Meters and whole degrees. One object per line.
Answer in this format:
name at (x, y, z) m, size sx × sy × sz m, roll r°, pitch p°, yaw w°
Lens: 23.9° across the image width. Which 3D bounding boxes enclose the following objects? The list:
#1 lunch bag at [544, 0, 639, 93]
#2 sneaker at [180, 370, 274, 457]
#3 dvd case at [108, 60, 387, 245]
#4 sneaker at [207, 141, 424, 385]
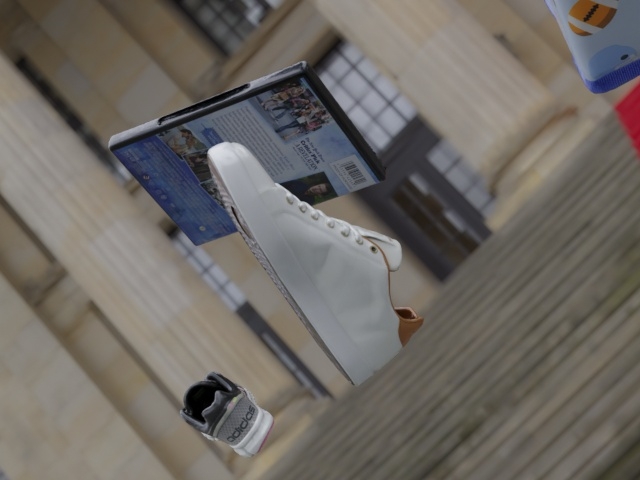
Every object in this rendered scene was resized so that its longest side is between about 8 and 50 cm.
lunch bag at (0.335, -0.364, 1.262) m, size 0.385 × 0.239 × 0.328 m, roll -23°, pitch -43°, yaw 9°
sneaker at (-0.105, 0.160, 1.479) m, size 0.063 × 0.075 × 0.170 m, roll -52°, pitch 21°, yaw -8°
dvd case at (-0.079, -0.090, 1.650) m, size 0.253 × 0.022 × 0.180 m, roll -18°, pitch -48°, yaw 24°
sneaker at (0.000, 0.000, 1.488) m, size 0.123 × 0.290 × 0.106 m, roll -37°, pitch 25°, yaw -5°
